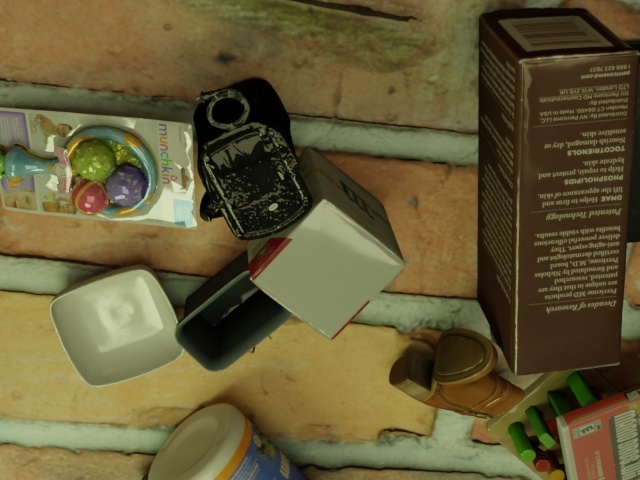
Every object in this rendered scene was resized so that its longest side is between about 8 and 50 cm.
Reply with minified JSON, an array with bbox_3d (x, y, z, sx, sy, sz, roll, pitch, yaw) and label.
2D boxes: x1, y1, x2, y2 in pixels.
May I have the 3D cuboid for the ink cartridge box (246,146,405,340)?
[{"bbox_3d":[0.000,0.000,1.432,0.127,0.176,0.128,38,104,-19],"label":"ink cartridge box"}]

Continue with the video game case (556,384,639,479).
[{"bbox_3d":[0.446,0.234,1.588,0.285,0.025,0.204,-21,138,0],"label":"video game case"}]

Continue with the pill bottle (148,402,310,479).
[{"bbox_3d":[-0.080,0.348,1.598,0.152,0.152,0.272,-37,114,10],"label":"pill bottle"}]

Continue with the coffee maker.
[{"bbox_3d":[-0.079,-0.113,1.367,0.120,0.178,0.171,-4,116,-6],"label":"coffee maker"}]

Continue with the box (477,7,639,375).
[{"bbox_3d":[0.264,-0.057,1.430,0.143,0.191,0.381,-4,116,-5],"label":"box"}]

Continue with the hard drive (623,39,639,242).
[{"bbox_3d":[0.411,-0.114,1.496,0.172,0.054,0.255,-4,115,-5],"label":"hard drive"}]

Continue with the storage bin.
[{"bbox_3d":[-0.102,0.081,1.503,0.135,0.091,0.098,-38,113,12],"label":"storage bin"}]

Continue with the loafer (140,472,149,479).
[{"bbox_3d":[-0.163,0.431,1.655,0.095,0.109,0.302,-35,117,14],"label":"loafer"}]

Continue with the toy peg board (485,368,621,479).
[{"bbox_3d":[0.336,0.260,1.648,0.161,0.079,0.160,-43,112,13],"label":"toy peg board"}]

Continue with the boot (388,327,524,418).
[{"bbox_3d":[0.198,0.173,1.556,0.152,0.197,0.073,25,67,-24],"label":"boot"}]

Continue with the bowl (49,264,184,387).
[{"bbox_3d":[-0.245,0.098,1.514,0.142,0.053,0.142,-19,115,2],"label":"bowl"}]

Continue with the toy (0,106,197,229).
[{"bbox_3d":[-0.261,-0.071,1.393,0.237,0.056,0.137,8,124,11],"label":"toy"}]
